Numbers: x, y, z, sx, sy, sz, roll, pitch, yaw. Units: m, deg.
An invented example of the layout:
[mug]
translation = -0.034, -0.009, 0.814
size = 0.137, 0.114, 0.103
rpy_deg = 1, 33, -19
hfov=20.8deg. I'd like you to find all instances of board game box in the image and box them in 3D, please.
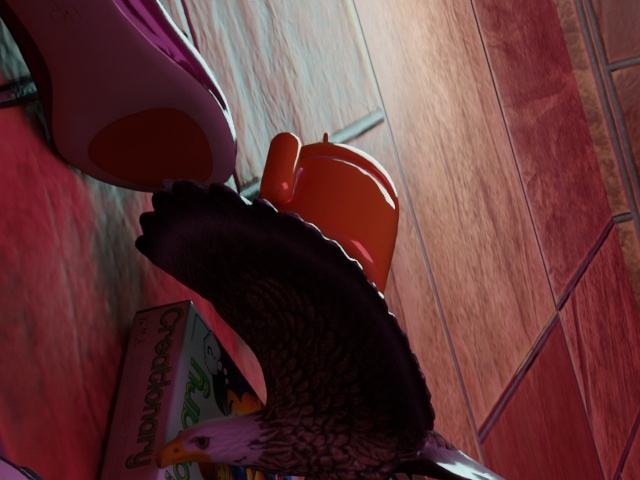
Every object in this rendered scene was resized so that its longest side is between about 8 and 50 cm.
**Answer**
[board game box]
translation = -0.087, 0.217, 1.198
size = 0.305, 0.053, 0.193
rpy_deg = -84, 152, -44

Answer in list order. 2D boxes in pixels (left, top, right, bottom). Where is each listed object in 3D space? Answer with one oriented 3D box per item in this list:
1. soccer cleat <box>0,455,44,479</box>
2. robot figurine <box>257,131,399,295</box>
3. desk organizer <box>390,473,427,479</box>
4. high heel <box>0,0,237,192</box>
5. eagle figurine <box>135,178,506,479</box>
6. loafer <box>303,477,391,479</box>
[soccer cleat]
translation = -0.152, 0.264, 0.946
size = 0.116, 0.108, 0.318
rpy_deg = -50, 128, -43
[robot figurine]
translation = 0.000, 0.002, 1.478
size = 0.158, 0.128, 0.219
rpy_deg = 28, 35, -9
[desk organizer]
translation = 0.059, 0.216, 1.612
size = 0.130, 0.047, 0.050
rpy_deg = 57, 25, -43
[high heel]
translation = -0.159, -0.177, 1.177
size = 0.377, 0.127, 0.181
rpy_deg = 54, 22, -55
[eagle figurine]
translation = -0.010, 0.091, 1.152
size = 0.225, 0.226, 0.298
rpy_deg = -11, 91, -49
[loafer]
translation = 0.053, 0.239, 1.506
size = 0.251, 0.094, 0.087
rpy_deg = 29, 54, -64
